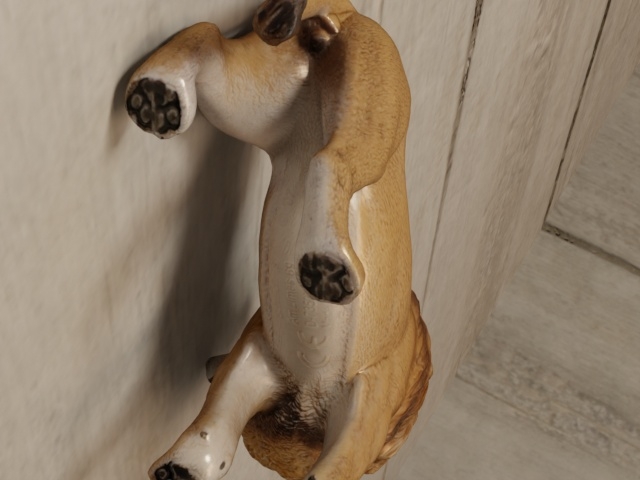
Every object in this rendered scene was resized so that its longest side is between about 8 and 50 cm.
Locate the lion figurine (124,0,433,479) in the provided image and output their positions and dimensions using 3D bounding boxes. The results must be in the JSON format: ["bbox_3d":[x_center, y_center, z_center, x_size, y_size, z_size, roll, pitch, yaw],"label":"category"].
[{"bbox_3d":[0.000,0.000,0.811,0.240,0.142,0.392,-58,163,-51],"label":"lion figurine"}]
